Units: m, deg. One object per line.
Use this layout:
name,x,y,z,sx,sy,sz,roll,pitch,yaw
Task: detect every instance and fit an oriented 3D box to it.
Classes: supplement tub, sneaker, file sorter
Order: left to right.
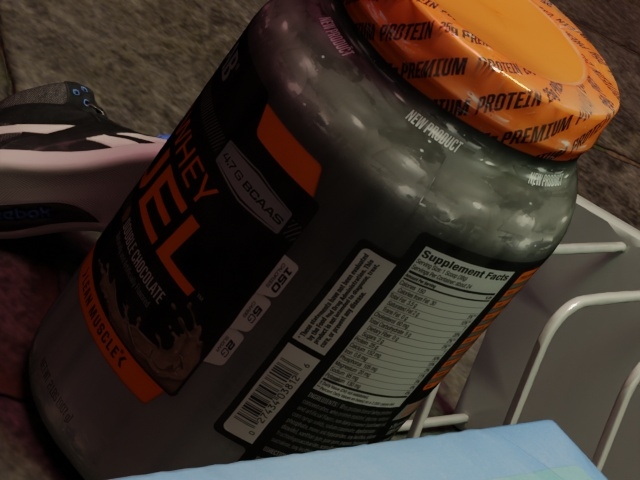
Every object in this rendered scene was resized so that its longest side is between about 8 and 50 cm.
sneaker,-0.125,-0.057,1.139,0.217,0.079,0.121,4,35,-6
supplement tub,0.000,0.000,0.989,0.207,0.338,0.207,30,26,-17
file sorter,0.171,0.110,1.121,0.173,0.193,0.277,-2,28,-47

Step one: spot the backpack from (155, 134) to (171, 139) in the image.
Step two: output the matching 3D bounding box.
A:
backpack,-0.075,-0.032,1.222,0.120,0.101,0.098,3,36,-44

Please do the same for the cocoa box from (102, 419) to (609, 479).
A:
cocoa box,0.011,0.237,0.708,0.347,0.228,0.231,0,39,-48
